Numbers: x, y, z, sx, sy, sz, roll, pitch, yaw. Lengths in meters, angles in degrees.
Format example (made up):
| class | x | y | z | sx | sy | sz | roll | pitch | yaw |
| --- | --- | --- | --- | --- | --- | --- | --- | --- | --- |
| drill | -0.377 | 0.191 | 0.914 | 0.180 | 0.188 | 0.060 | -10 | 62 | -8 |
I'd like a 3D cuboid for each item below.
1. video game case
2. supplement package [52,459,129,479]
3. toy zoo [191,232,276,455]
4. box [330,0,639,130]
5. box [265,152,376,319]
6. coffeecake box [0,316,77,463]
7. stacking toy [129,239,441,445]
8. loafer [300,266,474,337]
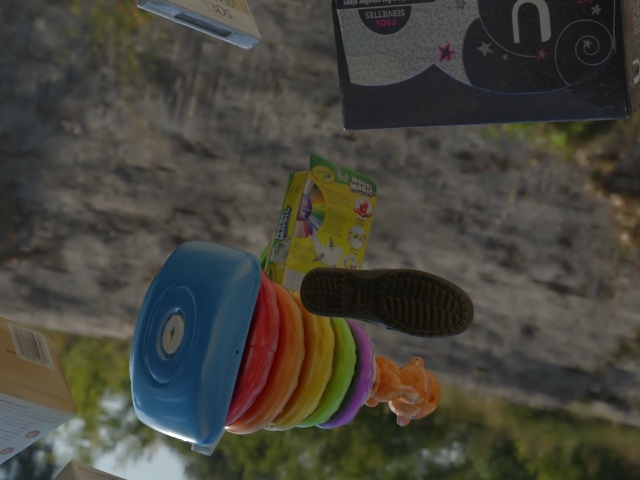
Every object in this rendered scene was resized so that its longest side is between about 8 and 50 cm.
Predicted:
| class | x | y | z | sx | sy | sz | roll | pitch | yaw |
| --- | --- | --- | --- | --- | --- | --- | --- | --- | --- |
| video game case | -0.158 | -0.317 | 1.547 | 0.026 | 0.227 | 0.206 | -30 | 162 | 22 |
| supplement package | -0.243 | 0.348 | 1.641 | 0.105 | 0.105 | 0.179 | 28 | -160 | -40 |
| toy zoo | -0.110 | 0.150 | 1.958 | 0.030 | 0.192 | 0.293 | 19 | 137 | -11 |
| box | 0.146 | -0.186 | 1.249 | 0.247 | 0.163 | 0.142 | 0 | -164 | 23 |
| box | 0.000 | 0.000 | 1.685 | 0.105 | 0.179 | 0.043 | 23 | 166 | -32 |
| coffeecake box | -0.280 | 0.119 | 0.983 | 0.185 | 0.068 | 0.142 | -33 | 150 | 17 |
| stacking toy | -0.010 | 0.115 | 1.389 | 0.302 | 0.175 | 0.166 | 15 | 177 | -32 |
| loafer | 0.058 | 0.047 | 1.239 | 0.148 | 0.056 | 0.050 | 11 | -175 | 19 |
